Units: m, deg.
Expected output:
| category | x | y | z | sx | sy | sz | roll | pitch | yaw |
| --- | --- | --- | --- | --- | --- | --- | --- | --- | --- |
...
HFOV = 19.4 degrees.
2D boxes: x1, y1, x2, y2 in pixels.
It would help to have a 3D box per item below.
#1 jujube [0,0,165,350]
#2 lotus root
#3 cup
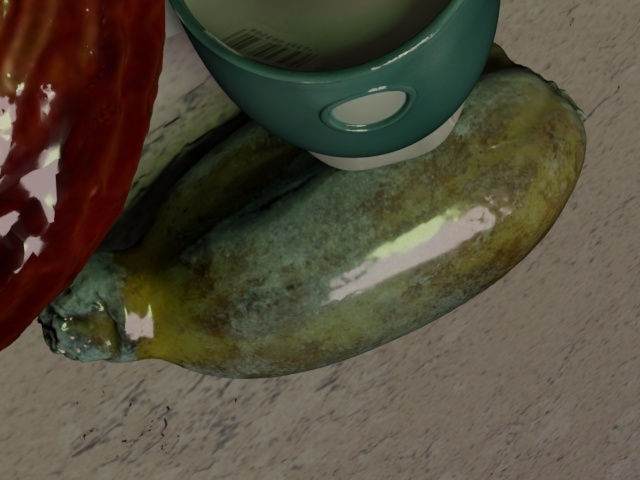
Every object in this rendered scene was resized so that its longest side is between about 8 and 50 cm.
| category | x | y | z | sx | sy | sz | roll | pitch | yaw |
| --- | --- | --- | --- | --- | --- | --- | --- | --- | --- |
| jujube | -0.156 | -0.077 | 0.742 | 0.197 | 0.197 | 0.290 | 6 | 111 | -52 |
| lotus root | 0.000 | 0.000 | 1.055 | 0.322 | 0.158 | 0.140 | -30 | 131 | -8 |
| cup | 0.014 | -0.117 | 0.921 | 0.300 | 0.167 | 0.173 | -14 | 158 | 5 |
